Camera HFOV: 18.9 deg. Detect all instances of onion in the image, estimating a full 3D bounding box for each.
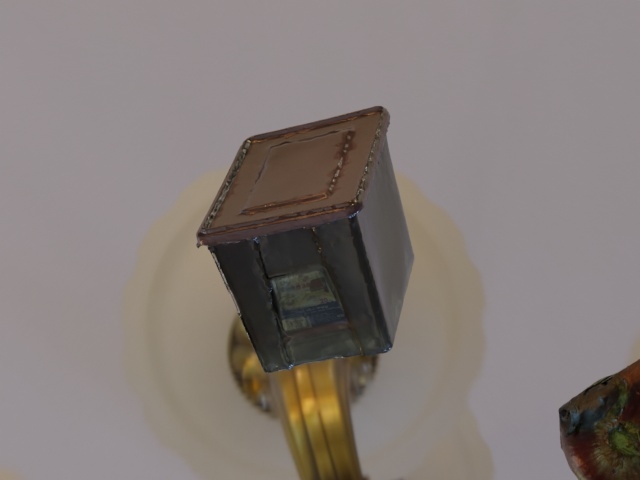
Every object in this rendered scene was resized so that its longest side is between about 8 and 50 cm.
[{"bbox_3d":[0.224,0.134,1.299,0.118,0.118,0.117,43,-56,-5],"label":"onion"}]

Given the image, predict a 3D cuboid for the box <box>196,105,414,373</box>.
[{"bbox_3d":[0.000,0.000,0.682,0.060,0.084,0.063,-13,-65,16],"label":"box"}]
